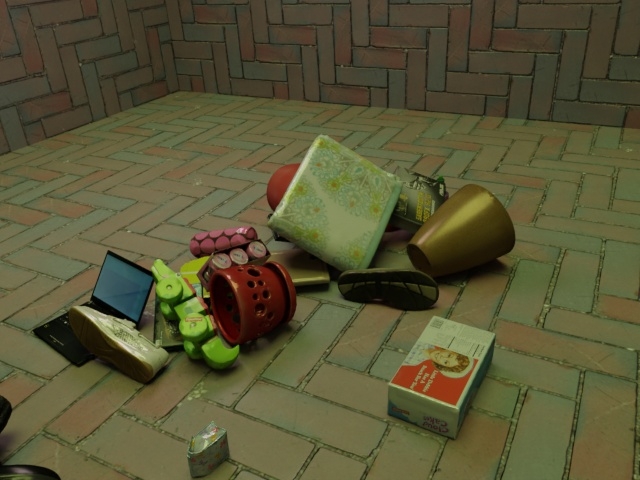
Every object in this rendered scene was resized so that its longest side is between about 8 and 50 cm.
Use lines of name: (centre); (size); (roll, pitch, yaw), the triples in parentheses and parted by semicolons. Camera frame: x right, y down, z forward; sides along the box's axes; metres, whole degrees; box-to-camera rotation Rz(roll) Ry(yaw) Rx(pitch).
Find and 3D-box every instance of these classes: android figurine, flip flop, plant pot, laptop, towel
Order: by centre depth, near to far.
plant pot: (-0.167, 0.152, 1.417); (0.174, 0.191, 0.191); (-11, 28, -33)
laptop: (-0.598, 0.167, 1.479); (0.234, 0.137, 0.264); (19, 35, 36)
flip flop: (0.185, 0.122, 1.529); (0.276, 0.112, 0.080); (1, 14, 19)
android figurine: (-0.324, 0.130, 1.599); (0.248, 0.056, 0.273); (-6, 32, -2)
plant pot: (0.388, -0.001, 1.626); (0.254, 0.237, 0.237); (-31, 36, -16)
towel: (0.055, -0.109, 1.681); (0.320, 0.090, 0.375); (29, 62, -6)
plant pot: (-0.048, -0.149, 1.898); (0.274, 0.275, 0.243); (-18, 24, -26)

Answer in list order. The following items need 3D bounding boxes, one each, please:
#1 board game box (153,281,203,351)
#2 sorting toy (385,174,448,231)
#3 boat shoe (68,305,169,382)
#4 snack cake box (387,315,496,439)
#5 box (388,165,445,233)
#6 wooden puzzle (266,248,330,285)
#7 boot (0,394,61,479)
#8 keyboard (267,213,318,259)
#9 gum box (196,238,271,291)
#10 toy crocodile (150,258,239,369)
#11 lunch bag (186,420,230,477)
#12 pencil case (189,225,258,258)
board game box: (-0.365, 0.196, 1.445); (0.126, 0.026, 0.186); (-7, 50, -5)
sorting toy: (0.321, -0.150, 1.977); (0.365, 0.126, 0.127); (-23, 34, -30)
boat shoe: (-0.487, 0.236, 1.353); (0.277, 0.098, 0.096); (31, 35, 15)
snack cake box: (0.267, 0.286, 1.214); (0.152, 0.089, 0.264); (15, 34, 27)
box: (0.318, -0.127, 1.857); (0.182, 0.056, 0.231); (21, 50, -7)
wooden puzzle: (-0.090, 0.087, 1.678); (0.220, 0.044, 0.239); (-5, 24, -3)
boot: (-0.618, 0.405, 1.046); (0.347, 0.131, 0.260); (-4, 28, -1)
keyboard: (0.000, 0.000, 1.720); (0.317, 0.033, 0.202); (5, 39, -30)
gum box: (-0.238, 0.067, 1.522); (0.188, 0.107, 0.062); (-18, 67, -48)
toy crocodile: (-0.319, 0.177, 1.369); (0.105, 0.115, 0.340); (-27, 56, -24)
lunch bag: (-0.220, 0.402, 1.071); (0.053, 0.071, 0.083); (19, 36, 33)
pencil case: (-0.299, 0.013, 1.753); (0.209, 0.098, 0.095); (-4, 71, 20)
